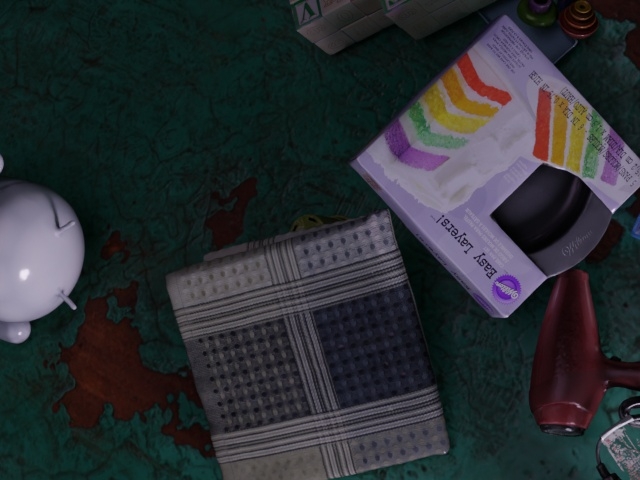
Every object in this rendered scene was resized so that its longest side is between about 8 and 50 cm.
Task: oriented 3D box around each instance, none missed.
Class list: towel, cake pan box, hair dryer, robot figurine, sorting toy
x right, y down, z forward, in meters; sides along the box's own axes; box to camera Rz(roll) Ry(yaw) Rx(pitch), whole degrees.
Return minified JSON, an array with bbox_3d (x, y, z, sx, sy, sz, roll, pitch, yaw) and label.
[{"bbox_3d":[-0.019,0.144,1.668,0.324,0.056,0.312,-15,92,24],"label":"towel"},{"bbox_3d":[0.207,-0.080,1.532,0.246,0.070,0.267,-43,95,-3],"label":"cake pan box"},{"bbox_3d":[0.344,0.157,1.510,0.223,0.080,0.293,-34,69,-1],"label":"hair dryer"},{"bbox_3d":[-0.480,0.003,1.903,0.353,0.200,0.300,12,122,30],"label":"robot figurine"},{"bbox_3d":[0.293,-0.286,1.634,0.102,0.042,0.061,21,57,12],"label":"sorting toy"}]

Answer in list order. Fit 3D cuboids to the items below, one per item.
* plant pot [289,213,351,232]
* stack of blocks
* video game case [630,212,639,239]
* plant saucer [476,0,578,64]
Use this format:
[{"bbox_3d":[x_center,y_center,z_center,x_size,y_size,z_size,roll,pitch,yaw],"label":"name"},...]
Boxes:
[{"bbox_3d":[0.000,0.000,1.714,0.083,0.079,0.083,-7,76,27],"label":"plant pot"},{"bbox_3d":[0.105,-0.351,1.725,0.297,0.087,0.171,-23,62,25],"label":"stack of blocks"},{"bbox_3d":[0.450,-0.028,1.516,0.166,0.015,0.119,26,91,30],"label":"video game case"},{"bbox_3d":[0.243,-0.286,1.689,0.067,0.018,0.192,-43,62,12],"label":"plant saucer"}]
